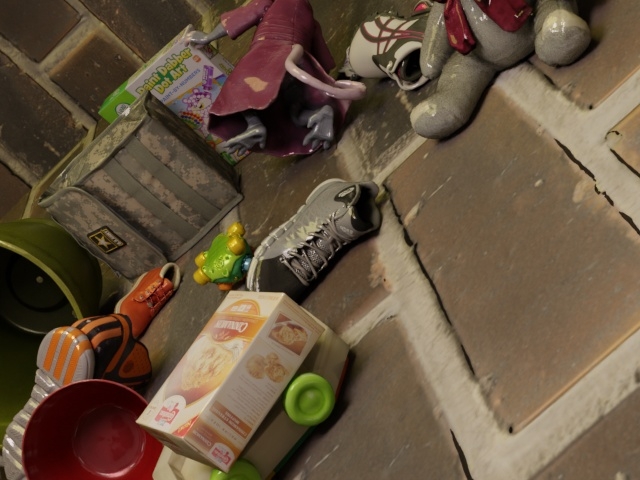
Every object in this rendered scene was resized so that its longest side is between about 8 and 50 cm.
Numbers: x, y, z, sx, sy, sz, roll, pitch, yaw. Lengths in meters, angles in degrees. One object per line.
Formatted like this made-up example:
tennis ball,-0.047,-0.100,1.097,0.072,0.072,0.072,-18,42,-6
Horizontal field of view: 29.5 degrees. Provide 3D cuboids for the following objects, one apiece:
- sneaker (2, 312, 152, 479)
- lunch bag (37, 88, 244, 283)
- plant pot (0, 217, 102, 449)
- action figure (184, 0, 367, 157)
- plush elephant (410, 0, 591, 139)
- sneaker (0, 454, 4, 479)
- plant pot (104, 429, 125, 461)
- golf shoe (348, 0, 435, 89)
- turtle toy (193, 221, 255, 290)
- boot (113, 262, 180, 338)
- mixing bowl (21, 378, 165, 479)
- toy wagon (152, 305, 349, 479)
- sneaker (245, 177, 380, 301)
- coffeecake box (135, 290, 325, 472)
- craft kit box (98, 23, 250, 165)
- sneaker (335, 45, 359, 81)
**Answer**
sneaker,-0.339,0.242,1.766,0.180,0.124,0.321,-19,-37,-54
lunch bag,-0.318,-0.076,2.117,0.287,0.235,0.169,-42,24,13
plant pot,-0.533,0.120,2.097,0.366,0.366,0.353,-42,9,14
action figure,-0.076,-0.316,1.998,0.276,0.248,0.370,129,150,-49
plush elephant,0.196,-0.351,1.574,0.272,0.255,0.330,-27,28,43
sneaker,-0.577,0.408,1.955,0.099,0.121,0.262,-46,-10,-48
plant pot,-0.284,0.276,1.645,0.079,0.083,0.083,-9,40,39
golf shoe,0.118,-0.285,1.838,0.273,0.105,0.120,-15,44,56
turtle toy,-0.134,0.026,1.809,0.095,0.066,0.130,-41,20,16
boot,-0.282,0.096,1.991,0.084,0.059,0.158,-26,27,34
mixing bowl,-0.279,0.263,1.551,0.181,0.181,0.098,-47,-2,1
toy wagon,-0.111,0.225,1.394,0.344,0.068,0.267,-50,20,-4
sneaker,0.000,0.000,1.568,0.132,0.086,0.229,-8,42,56
coffeecake box,-0.099,0.147,1.315,0.185,0.068,0.142,-55,22,-18
craft kit box,-0.235,-0.233,2.231,0.250,0.246,0.061,-35,22,31
sneaker,0.046,-0.295,2.083,0.069,0.038,0.098,-45,20,4
